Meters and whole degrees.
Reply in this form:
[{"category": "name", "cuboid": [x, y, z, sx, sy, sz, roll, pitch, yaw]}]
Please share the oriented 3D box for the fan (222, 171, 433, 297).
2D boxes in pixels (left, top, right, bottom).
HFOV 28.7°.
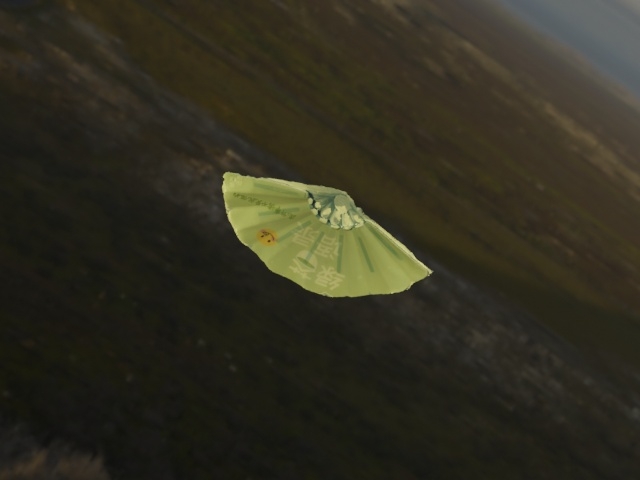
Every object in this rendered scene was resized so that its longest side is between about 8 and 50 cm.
[{"category": "fan", "cuboid": [0.000, 0.000, 1.307, 0.240, 0.131, 0.009, 25, 35, -5]}]
